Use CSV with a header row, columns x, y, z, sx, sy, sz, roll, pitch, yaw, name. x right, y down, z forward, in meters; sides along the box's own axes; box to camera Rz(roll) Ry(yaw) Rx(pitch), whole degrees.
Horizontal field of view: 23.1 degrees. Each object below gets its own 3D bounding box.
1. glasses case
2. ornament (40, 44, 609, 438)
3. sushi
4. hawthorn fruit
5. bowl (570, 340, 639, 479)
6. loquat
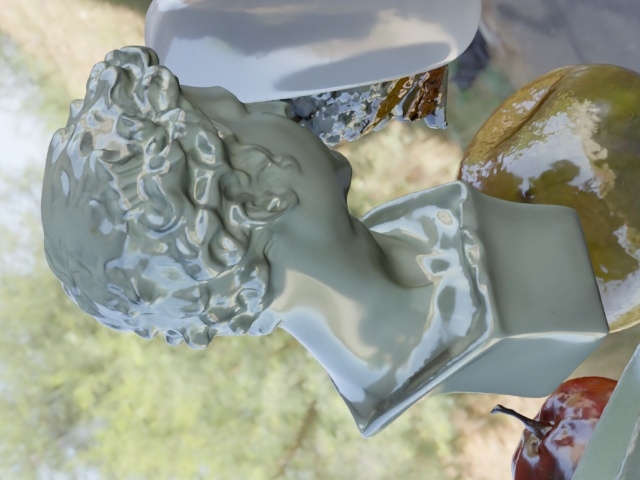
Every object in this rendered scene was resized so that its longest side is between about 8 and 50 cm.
x,y,z,sx,sy,sz,roll,pitch,yaw,name
-0.003,-0.122,0.883,0.049,0.193,0.074,-114,18,-51,glasses case
0.002,0.015,0.740,0.285,0.120,0.130,24,-134,-22,ornament
-0.012,-0.173,1.250,0.274,0.184,0.139,38,-144,3,sushi
0.223,0.186,1.314,0.194,0.157,0.157,30,-170,-19,hawthorn fruit
0.217,0.221,0.975,0.163,0.307,0.307,26,175,8,bowl
0.273,-0.037,1.546,0.276,0.276,0.284,59,154,-6,loquat
